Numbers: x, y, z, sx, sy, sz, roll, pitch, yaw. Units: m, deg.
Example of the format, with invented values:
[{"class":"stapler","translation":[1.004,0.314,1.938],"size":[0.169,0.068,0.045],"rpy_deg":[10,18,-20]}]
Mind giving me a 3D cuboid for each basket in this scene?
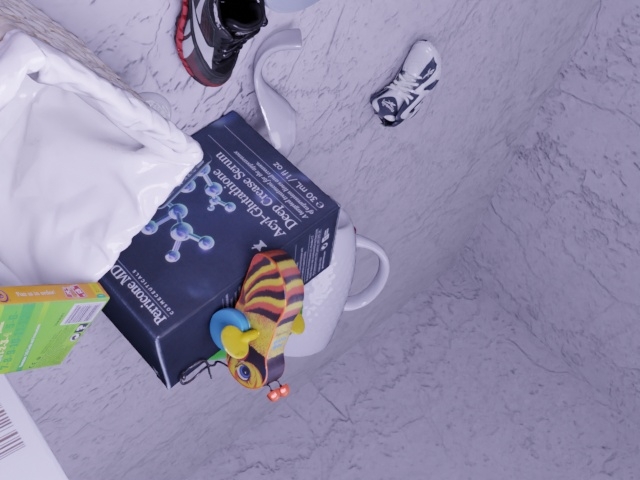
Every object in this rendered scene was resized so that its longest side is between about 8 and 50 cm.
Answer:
[{"class":"basket","translation":[-0.378,-0.097,0.805],"size":[0.331,0.266,0.328],"rpy_deg":[-49,160,5]}]

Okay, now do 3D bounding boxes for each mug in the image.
[{"class":"mug","translation":[-0.010,0.075,1.755],"size":[0.374,0.276,0.328],"rpy_deg":[8,120,-21]}]

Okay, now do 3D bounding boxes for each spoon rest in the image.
[{"class":"spoon rest","translation":[-0.084,-0.258,1.327],"size":[0.084,0.137,0.276],"rpy_deg":[2,137,-6]}]

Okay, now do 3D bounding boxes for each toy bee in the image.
[{"class":"toy bee","translation":[-0.092,0.168,1.168],"size":[0.195,0.162,0.298],"rpy_deg":[-31,154,-39]}]

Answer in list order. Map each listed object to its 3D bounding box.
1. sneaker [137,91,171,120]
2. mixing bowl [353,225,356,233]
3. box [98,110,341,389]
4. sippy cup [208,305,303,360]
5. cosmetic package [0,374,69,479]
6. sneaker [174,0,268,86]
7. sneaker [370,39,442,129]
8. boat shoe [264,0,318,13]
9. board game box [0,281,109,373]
[{"class":"sneaker","translation":[-0.309,-0.152,1.037],"size":[0.240,0.126,0.091],"rpy_deg":[-38,137,22]},{"class":"mixing bowl","translation":[0.000,0.000,1.963],"size":[0.181,0.098,0.181],"rpy_deg":[-40,159,-18]},{"class":"box","translation":[-0.210,0.007,1.288],"size":[0.395,0.293,0.212],"rpy_deg":[-37,157,-25]},{"class":"sippy cup","translation":[-0.211,0.132,1.564],"size":[0.306,0.224,0.240],"rpy_deg":[-8,178,-28]},{"class":"cosmetic package","translation":[-0.606,0.369,1.033],"size":[0.327,0.329,0.393],"rpy_deg":[-28,165,-40]},{"class":"sneaker","translation":[-0.144,-0.313,1.052],"size":[0.098,0.135,0.276],"rpy_deg":[-38,159,-27]},{"class":"sneaker","translation":[0.192,-0.351,1.695],"size":[0.153,0.094,0.235],"rpy_deg":[-44,171,-32]},{"class":"boat shoe","translation":[-0.003,-0.464,1.094],"size":[0.306,0.105,0.113],"rpy_deg":[-48,157,-15]},{"class":"board game box","translation":[-0.362,0.102,0.788],"size":[0.124,0.039,0.259],"rpy_deg":[-49,161,18]}]
